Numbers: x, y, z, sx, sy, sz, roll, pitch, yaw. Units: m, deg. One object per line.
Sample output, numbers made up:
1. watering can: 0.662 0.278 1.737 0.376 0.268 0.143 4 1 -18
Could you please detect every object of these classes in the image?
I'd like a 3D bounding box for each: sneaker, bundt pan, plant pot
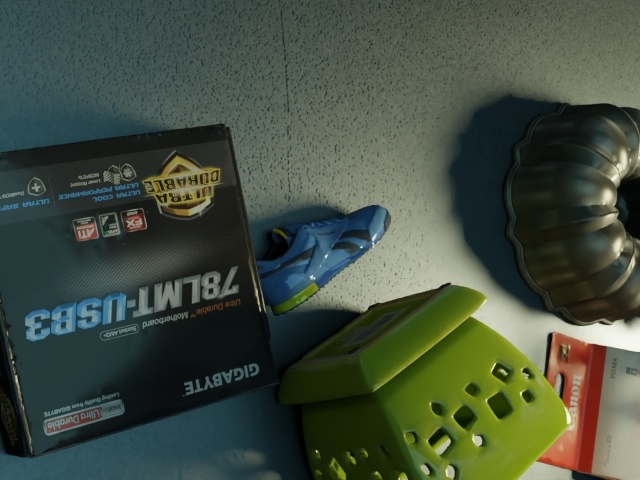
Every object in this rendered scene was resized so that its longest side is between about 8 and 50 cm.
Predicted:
1. sneaker: 0.000 0.000 1.257 0.209 0.069 0.082 -37 101 -32
2. bundt pan: 0.418 -0.044 1.518 0.330 0.124 0.331 5 81 -33
3. plant pot: 0.102 0.184 1.214 0.228 0.227 0.207 -32 96 -33

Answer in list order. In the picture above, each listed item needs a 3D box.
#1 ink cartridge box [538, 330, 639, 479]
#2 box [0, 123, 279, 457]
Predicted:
1. ink cartridge box: 0.415 0.244 1.520 0.232 0.066 0.189 21 73 -35
2. box: -0.204 0.043 1.111 0.295 0.073 0.293 -11 89 -34
